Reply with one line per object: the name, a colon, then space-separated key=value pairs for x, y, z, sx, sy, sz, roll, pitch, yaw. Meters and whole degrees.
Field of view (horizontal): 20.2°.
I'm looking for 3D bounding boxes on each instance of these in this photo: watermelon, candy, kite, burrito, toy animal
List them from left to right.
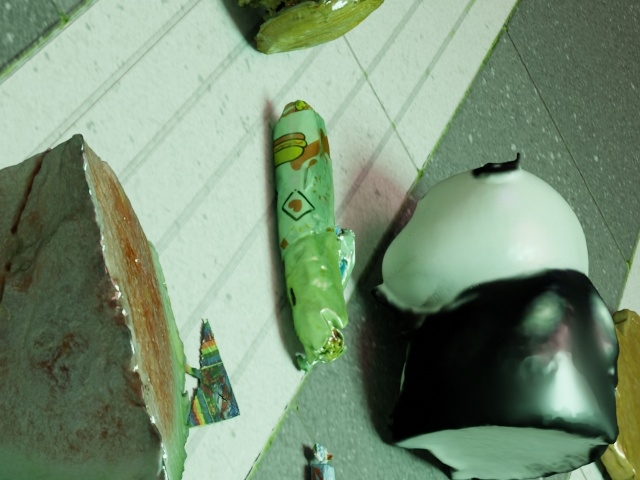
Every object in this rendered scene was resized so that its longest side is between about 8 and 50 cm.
watermelon: x=-0.170 y=0.042 z=1.223 sx=0.232 sy=0.193 sz=0.310 roll=48 pitch=32 yaw=-36
kite: x=-0.094 y=0.121 z=1.518 sx=0.090 sy=0.004 sz=0.122 roll=45 pitch=35 yaw=-39
burrito: x=0.000 y=0.000 z=1.735 sx=0.104 sy=0.054 sz=0.288 roll=40 pitch=37 yaw=-47
candy: x=0.004 y=0.222 z=1.609 sx=0.030 sy=0.020 sz=0.083 roll=28 pitch=48 yaw=-48
toy animal: x=0.184 y=0.074 z=1.837 sx=0.251 sy=0.251 sz=0.309 roll=32 pitch=51 yaw=-50

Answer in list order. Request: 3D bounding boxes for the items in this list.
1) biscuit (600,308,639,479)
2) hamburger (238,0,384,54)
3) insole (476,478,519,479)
biscuit: x=0.409 y=0.245 z=2.316 sx=0.269 sy=0.051 sz=0.376 roll=42 pitch=36 yaw=-38
hamburger: x=-0.006 y=-0.272 z=1.805 sx=0.185 sy=0.159 sz=0.131 roll=-19 pitch=85 yaw=-44
insole: x=0.200 y=0.347 z=1.893 sx=0.110 sy=0.012 sz=0.309 roll=31 pitch=45 yaw=-52
